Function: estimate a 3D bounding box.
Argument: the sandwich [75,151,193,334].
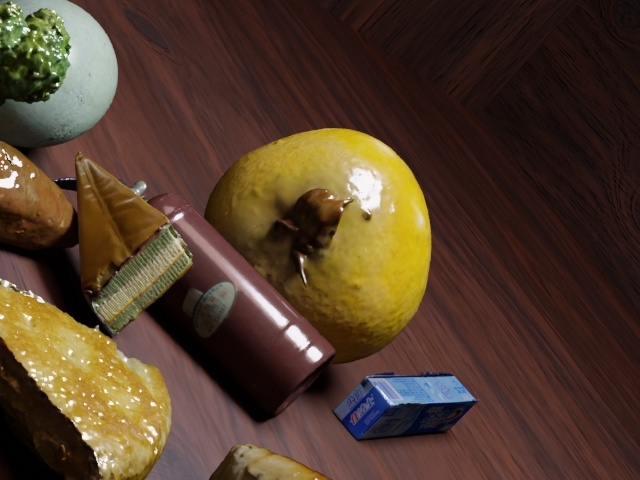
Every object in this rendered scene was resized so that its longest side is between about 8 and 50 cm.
[{"bbox_3d":[-0.223,0.001,1.635,0.163,0.113,0.079,37,-16,36],"label":"sandwich"}]

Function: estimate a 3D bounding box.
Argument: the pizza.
[{"bbox_3d":[-0.247,0.099,1.367,0.287,0.075,0.280,41,11,3],"label":"pizza"}]

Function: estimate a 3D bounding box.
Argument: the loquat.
[{"bbox_3d":[0.000,0.000,1.868,0.275,0.275,0.275,38,15,-13],"label":"loquat"}]

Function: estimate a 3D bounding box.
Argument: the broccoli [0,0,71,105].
[{"bbox_3d":[-0.356,-0.213,1.541,0.254,0.186,0.302,9,-2,25],"label":"broccoli"}]

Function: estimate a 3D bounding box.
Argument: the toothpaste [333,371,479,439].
[{"bbox_3d":[0.109,0.199,1.972,0.053,0.066,0.272,47,16,21],"label":"toothpaste"}]

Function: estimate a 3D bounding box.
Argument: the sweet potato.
[{"bbox_3d":[-0.321,-0.049,1.567,0.251,0.097,0.097,35,15,-47],"label":"sweet potato"}]

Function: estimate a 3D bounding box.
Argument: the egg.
[{"bbox_3d":[-0.313,-0.186,1.792,0.169,0.169,0.236,44,11,7],"label":"egg"}]

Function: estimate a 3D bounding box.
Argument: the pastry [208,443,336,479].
[{"bbox_3d":[-0.008,0.247,1.401,0.192,0.093,0.182,29,-10,-6],"label":"pastry"}]

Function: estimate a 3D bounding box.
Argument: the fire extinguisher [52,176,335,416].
[{"bbox_3d":[-0.147,0.042,1.735,0.344,0.102,0.138,44,49,8],"label":"fire extinguisher"}]
